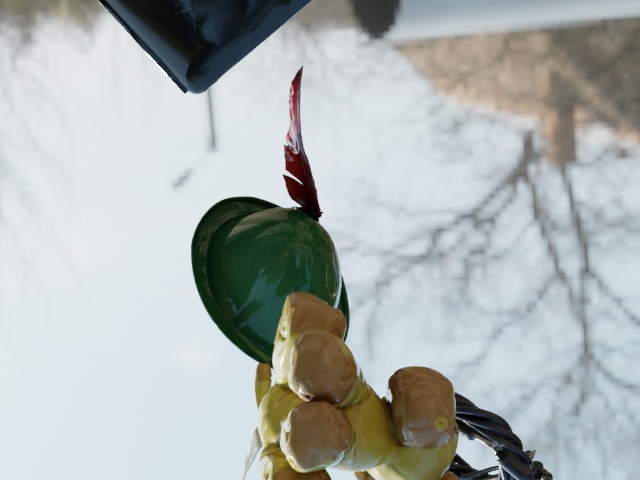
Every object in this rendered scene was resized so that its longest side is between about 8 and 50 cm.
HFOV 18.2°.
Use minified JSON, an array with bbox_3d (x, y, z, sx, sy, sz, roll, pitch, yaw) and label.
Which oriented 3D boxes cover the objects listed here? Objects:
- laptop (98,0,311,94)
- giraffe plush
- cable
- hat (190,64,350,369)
[{"bbox_3d":[-0.043,-0.389,1.342,0.408,0.382,0.236,-46,-170,-23],"label":"laptop"},{"bbox_3d":[0.039,0.155,1.626,0.170,0.181,0.210,9,152,-12],"label":"giraffe plush"},{"bbox_3d":[0.118,0.186,1.801,0.150,0.047,0.184,36,160,-16],"label":"cable"},{"bbox_3d":[0.000,0.000,1.757,0.208,0.173,0.183,28,139,-29],"label":"hat"}]
